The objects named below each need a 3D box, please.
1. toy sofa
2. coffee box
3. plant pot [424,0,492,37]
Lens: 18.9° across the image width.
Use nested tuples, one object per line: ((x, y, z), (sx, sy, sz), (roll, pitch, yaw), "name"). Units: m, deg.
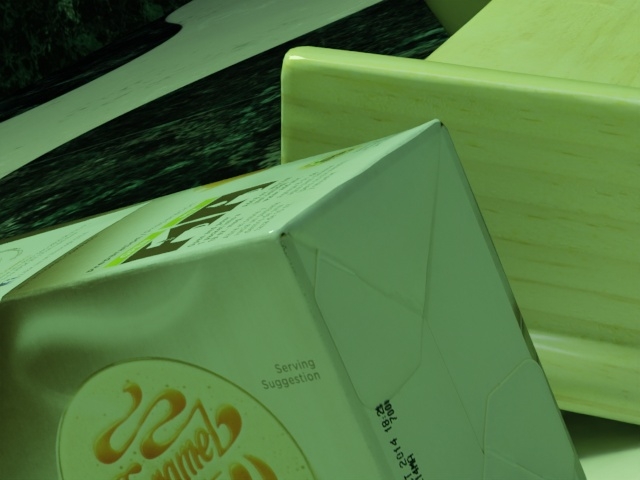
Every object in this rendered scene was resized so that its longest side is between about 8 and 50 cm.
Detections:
((0.112, -0.033, 0.810), (0.150, 0.177, 0.362), (9, 23, 19), "toy sofa")
((-0.056, 0.063, 0.627), (0.246, 0.141, 0.098), (-12, 16, 37), "coffee box")
((0.160, -0.242, 1.243), (0.323, 0.280, 0.323), (-21, 11, 4), "plant pot")
